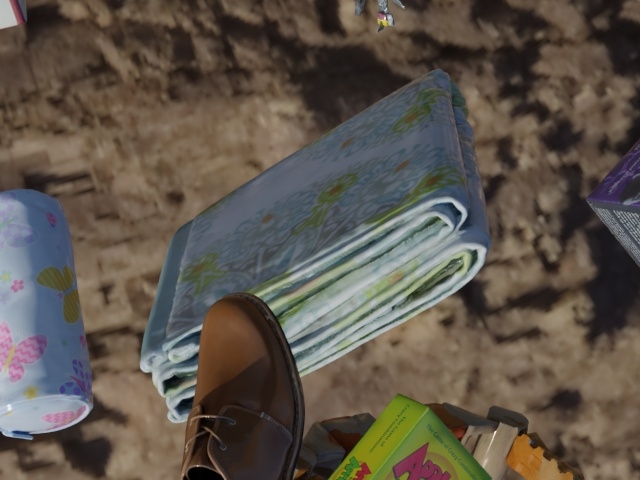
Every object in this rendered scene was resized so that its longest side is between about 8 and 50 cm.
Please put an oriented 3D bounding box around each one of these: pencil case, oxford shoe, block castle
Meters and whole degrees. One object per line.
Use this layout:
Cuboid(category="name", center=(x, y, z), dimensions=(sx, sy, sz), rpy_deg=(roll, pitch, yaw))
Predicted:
Cuboid(category="pencil case", center=(-0.329, 0.079, 1.766), dimensions=(0.124, 0.273, 0.113), rpy_deg=(-24, 155, 22))
Cuboid(category="oxford shoe", center=(-0.058, 0.128, 1.034), dimensions=(0.076, 0.212, 0.076), rpy_deg=(-15, 155, 26))
Cuboid(category="block castle", center=(0.131, 0.367, 1.848), dimensions=(0.453, 0.303, 0.212), rpy_deg=(-3, 122, -43))

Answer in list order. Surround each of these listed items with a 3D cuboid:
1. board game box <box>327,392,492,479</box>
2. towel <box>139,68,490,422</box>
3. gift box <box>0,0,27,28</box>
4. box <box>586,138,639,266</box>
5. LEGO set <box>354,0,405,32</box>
Cuboid(category="board game box", center=(0.038, 0.214, 1.181), dimensions=(0.181, 0.043, 0.092), rpy_deg=(-49, 121, -14))
Cuboid(category="towel", center=(0.000, 0.000, 1.438), dimensions=(0.321, 0.374, 0.090), rpy_deg=(-29, 110, 13))
Cuboid(category="gift box", center=(-0.318, -0.246, 0.868), dimensions=(0.255, 0.258, 0.276), rpy_deg=(-17, 138, 2))
Cuboid(category="box", center=(0.369, -0.045, 1.436), dimensions=(0.153, 0.207, 0.108), rpy_deg=(-47, 110, -14))
Cuboid(category="LEGO set", center=(-0.004, -0.383, 1.559), dimensions=(0.192, 0.331, 0.255), rpy_deg=(-33, 150, -38))
